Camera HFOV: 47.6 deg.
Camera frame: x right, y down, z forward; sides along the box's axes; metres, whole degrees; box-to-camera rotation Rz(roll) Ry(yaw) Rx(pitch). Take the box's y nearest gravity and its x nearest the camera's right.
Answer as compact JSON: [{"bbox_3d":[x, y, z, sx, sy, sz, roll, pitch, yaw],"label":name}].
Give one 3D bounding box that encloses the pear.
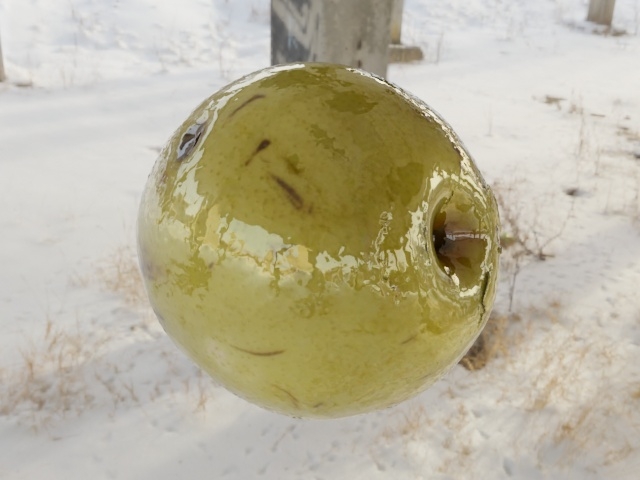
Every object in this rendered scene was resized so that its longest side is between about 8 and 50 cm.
[{"bbox_3d":[0.000,0.000,0.698,0.348,0.348,0.348,2,23,-1],"label":"pear"}]
